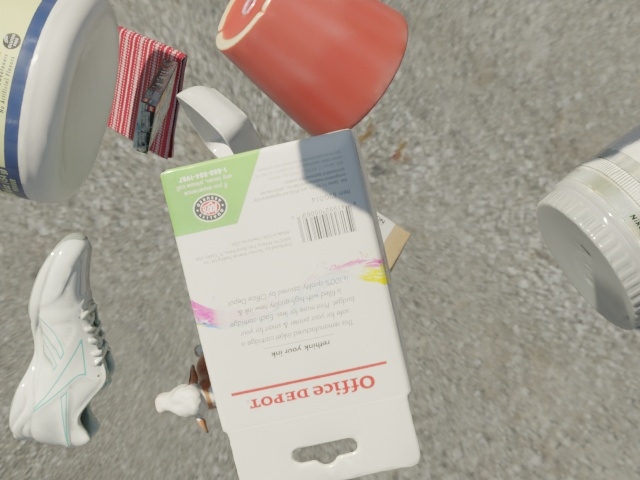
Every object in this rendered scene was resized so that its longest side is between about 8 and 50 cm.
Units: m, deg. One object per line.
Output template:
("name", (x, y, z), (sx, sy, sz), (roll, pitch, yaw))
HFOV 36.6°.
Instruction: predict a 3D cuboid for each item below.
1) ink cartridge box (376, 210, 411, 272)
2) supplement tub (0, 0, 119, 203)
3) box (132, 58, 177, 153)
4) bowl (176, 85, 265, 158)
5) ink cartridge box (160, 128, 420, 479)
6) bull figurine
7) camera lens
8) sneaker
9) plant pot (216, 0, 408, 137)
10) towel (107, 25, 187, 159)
("ink cartridge box", (0.000, 0.000, 1.530), (0.234, 0.193, 0.088), (34, 55, 1))
("supplement tub", (-0.400, -0.184, 1.027), (0.324, 0.235, 0.236), (13, 92, 0))
("box", (-0.262, -0.214, 1.533), (0.027, 0.137, 0.094), (16, 131, -3))
("bowl", (-0.135, -0.157, 1.393), (0.053, 0.142, 0.142), (-42, 53, -9))
("ink cartridge box", (-0.022, 0.074, 1.036), (0.207, 0.119, 0.354), (-12, 95, 5))
("bull figurine", (-0.128, 0.174, 1.520), (0.310, 0.188, 0.101), (-40, 103, -15))
("camera lens", (0.444, -0.043, 1.227), (0.274, 0.219, 0.219), (-34, 94, -4))
("sneaker", (-0.166, 0.069, 0.656), (0.061, 0.053, 0.152), (14, 103, 9))
("plant pot", (-0.028, -0.344, 1.654), (0.243, 0.275, 0.275), (30, 91, -27))
("towel", (-0.331, -0.280, 1.806), (0.031, 0.275, 0.199), (-2, 112, -38))
